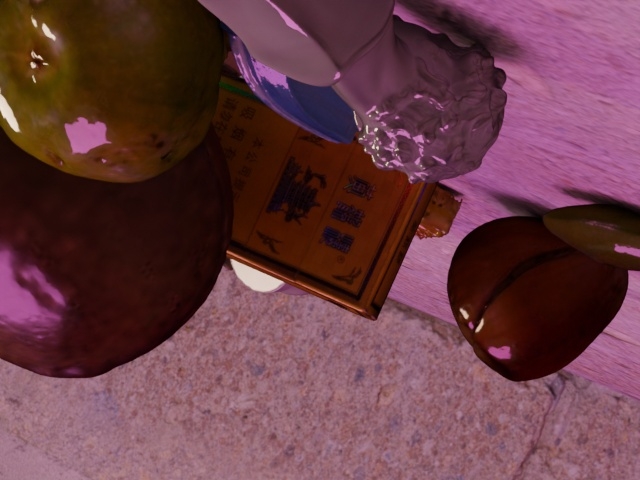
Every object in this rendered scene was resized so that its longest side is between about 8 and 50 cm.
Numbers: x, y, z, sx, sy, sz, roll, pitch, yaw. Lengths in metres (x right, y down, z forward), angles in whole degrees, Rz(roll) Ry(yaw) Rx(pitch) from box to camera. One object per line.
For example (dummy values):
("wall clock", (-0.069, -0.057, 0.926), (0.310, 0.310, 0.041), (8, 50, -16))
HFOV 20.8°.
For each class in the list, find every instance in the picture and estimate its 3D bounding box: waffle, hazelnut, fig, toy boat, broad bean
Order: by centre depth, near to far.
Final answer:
("fig", (-0.157, -0.154, 1.560), (0.233, 0.233, 0.314), (19, 180, 45))
("toy boat", (-0.027, -0.157, 1.584), (0.102, 0.088, 0.215), (25, 177, 33))
("broad bean", (0.347, 0.011, 1.706), (0.075, 0.067, 0.325), (-11, -161, -42))
("hazelnut", (-0.285, -0.067, 1.815), (0.421, 0.352, 0.421), (26, -157, -12))
("hazelnut", (0.253, 0.056, 1.992), (0.208, 0.208, 0.208), (25, 174, 3))
("waffle", (0.058, -0.070, 2.155), (0.211, 0.055, 0.160), (25, 174, -6))

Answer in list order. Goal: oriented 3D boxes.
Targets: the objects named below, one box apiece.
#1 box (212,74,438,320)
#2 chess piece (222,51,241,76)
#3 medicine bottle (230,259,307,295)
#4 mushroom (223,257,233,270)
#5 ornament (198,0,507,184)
("box", (-0.036, -0.055, 2.011), (0.301, 0.192, 0.084), (24, 176, 15))
("chess piece", (-0.109, -0.200, 1.787), (0.084, 0.038, 0.083), (26, 173, 3))
("medicine bottle", (0.000, 0.000, 2.258), (0.131, 0.131, 0.250), (21, -160, 32))
("mushroom", (-0.123, -0.074, 2.319), (0.267, 0.189, 0.164), (-10, -124, -50))
("ornament", (0.033, -0.139, 1.312), (0.120, 0.130, 0.285), (-1, 157, 46))
